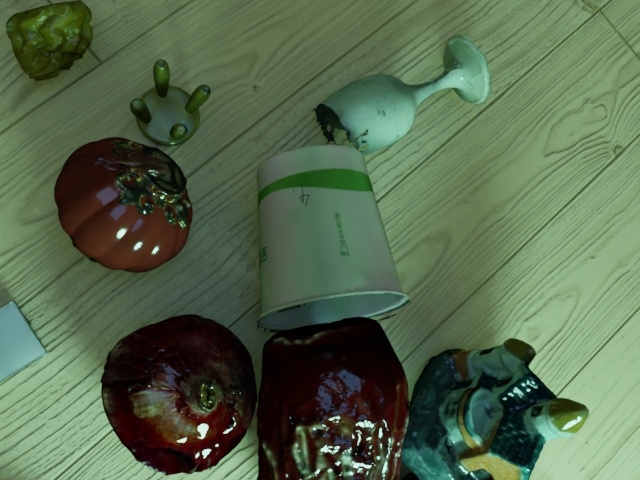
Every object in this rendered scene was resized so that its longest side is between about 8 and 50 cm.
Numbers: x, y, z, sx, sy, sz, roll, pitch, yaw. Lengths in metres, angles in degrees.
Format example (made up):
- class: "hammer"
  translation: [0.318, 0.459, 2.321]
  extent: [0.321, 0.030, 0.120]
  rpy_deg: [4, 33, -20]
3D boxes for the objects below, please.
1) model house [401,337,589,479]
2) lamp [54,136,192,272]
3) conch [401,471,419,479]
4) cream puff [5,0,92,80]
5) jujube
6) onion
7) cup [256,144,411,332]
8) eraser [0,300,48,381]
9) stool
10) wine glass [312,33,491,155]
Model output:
- class: "model house"
  translation: [0.298, 0.277, 1.236]
  extent: [0.184, 0.291, 0.253]
  rpy_deg: [50, 48, -10]
- class: "lamp"
  translation: [-0.303, -0.060, 1.206]
  extent: [0.227, 0.227, 0.226]
  rpy_deg: [2, 80, -13]
- class: "conch"
  translation: [0.120, 0.453, 1.292]
  extent: [0.233, 0.080, 0.086]
  rpy_deg: [-18, 106, -19]
- class: "cream puff"
  translation: [-0.441, -0.333, 1.268]
  extent: [0.146, 0.146, 0.116]
  rpy_deg: [-17, 106, -16]
- class: "jujube"
  translation: [0.010, 0.297, 1.191]
  extent: [0.258, 0.258, 0.376]
  rpy_deg: [7, 98, -13]
- class: "onion"
  translation: [-0.212, 0.234, 1.179]
  extent: [0.252, 0.219, 0.252]
  rpy_deg: [3, 83, -22]
- class: "cup"
  translation: [0.000, 0.000, 1.269]
  extent: [0.253, 0.253, 0.273]
  rpy_deg: [-6, 74, -15]
- class: "eraser"
  translation: [-0.526, 0.178, 1.211]
  extent: [0.150, 0.023, 0.103]
  rpy_deg: [-32, 89, -16]
- class: "stool"
  translation: [-0.257, -0.227, 1.299]
  extent: [0.135, 0.110, 0.134]
  rpy_deg: [-15, 84, -17]
- class: "wine glass"
  translation: [0.149, -0.258, 1.390]
  extent: [0.321, 0.143, 0.143]
  rpy_deg: [-25, 88, -16]
